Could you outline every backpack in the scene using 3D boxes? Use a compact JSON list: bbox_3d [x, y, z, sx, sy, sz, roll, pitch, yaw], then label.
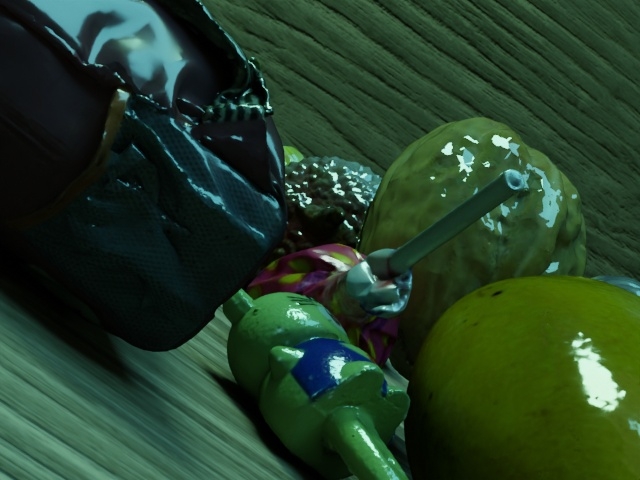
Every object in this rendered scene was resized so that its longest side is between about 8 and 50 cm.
[{"bbox_3d":[-0.171,-0.105,1.102,0.317,0.197,0.283,38,8,-16],"label":"backpack"}]

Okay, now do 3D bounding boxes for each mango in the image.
[{"bbox_3d":[0.208,0.191,1.227,0.300,0.232,0.446,43,12,-32],"label":"mango"}]

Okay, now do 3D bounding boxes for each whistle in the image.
[{"bbox_3d":[0.003,0.105,1.203,0.105,0.085,0.227,44,3,-41],"label":"whistle"}]

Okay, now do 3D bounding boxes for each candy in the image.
[{"bbox_3d":[0.051,0.021,1.275,0.124,0.124,0.365,40,-31,-8],"label":"candy"}]

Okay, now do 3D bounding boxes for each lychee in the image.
[{"bbox_3d":[0.000,0.000,1.610,0.165,0.165,0.197,42,-16,17],"label":"lychee"}]

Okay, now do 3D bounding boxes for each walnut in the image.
[{"bbox_3d":[0.126,0.016,1.494,0.198,0.245,0.198,19,-28,10],"label":"walnut"}]

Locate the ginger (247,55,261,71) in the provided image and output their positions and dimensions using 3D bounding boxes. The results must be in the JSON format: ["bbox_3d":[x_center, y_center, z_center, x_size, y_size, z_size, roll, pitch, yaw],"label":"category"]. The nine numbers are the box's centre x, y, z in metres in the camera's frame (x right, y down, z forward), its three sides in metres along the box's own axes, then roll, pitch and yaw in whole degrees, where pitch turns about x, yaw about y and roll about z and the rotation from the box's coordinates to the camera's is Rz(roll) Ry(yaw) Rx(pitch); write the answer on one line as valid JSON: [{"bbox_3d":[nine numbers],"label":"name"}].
[{"bbox_3d":[-0.152,-0.164,1.522,0.358,0.211,0.413,42,12,-1],"label":"ginger"}]

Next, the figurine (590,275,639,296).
[{"bbox_3d":[0.240,0.225,1.651,0.377,0.266,0.361,-13,75,-44],"label":"figurine"}]

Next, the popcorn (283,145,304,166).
[{"bbox_3d":[-0.053,-0.060,2.207,0.109,0.089,0.097,50,-29,6],"label":"popcorn"}]
